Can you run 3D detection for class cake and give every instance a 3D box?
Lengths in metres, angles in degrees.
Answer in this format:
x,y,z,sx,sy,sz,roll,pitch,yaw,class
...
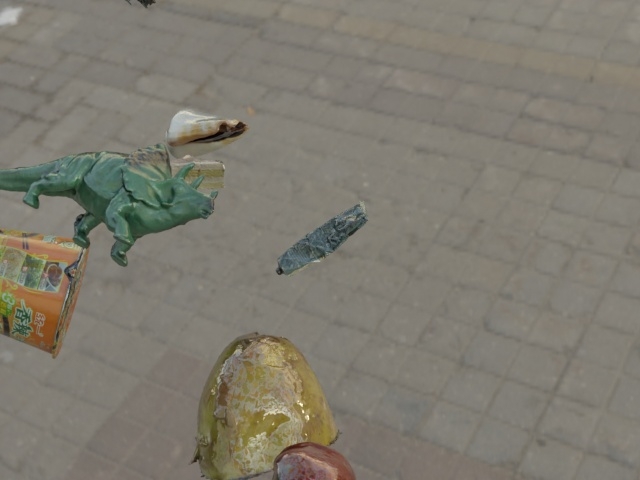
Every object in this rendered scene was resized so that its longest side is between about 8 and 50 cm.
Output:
x,y,z,sx,sy,sz,roll,pitch,yaw,class
-0.207,-0.111,1.754,0.065,0.052,0.121,-17,19,-37,cake

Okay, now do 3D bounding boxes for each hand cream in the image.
x,y,z,sx,sy,sz,roll,pitch,yaw,class
0.000,0.000,2.286,0.248,0.052,0.075,-37,53,14,hand cream

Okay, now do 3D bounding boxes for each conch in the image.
x,y,z,sx,sy,sz,roll,pitch,yaw,class
-0.219,-0.191,1.900,0.176,0.104,0.094,13,68,32,conch

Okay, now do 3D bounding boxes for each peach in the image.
x,y,z,sx,sy,sz,roll,pitch,yaw,class
-0.011,0.397,1.636,0.152,0.152,0.152,-5,42,5,peach

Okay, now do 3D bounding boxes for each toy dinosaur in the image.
x,y,z,sx,sy,sz,roll,pitch,yaw,class
-0.236,-0.037,1.032,0.292,0.079,0.120,-3,67,17,toy dinosaur

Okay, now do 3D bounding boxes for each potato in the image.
x,y,z,sx,sy,sz,roll,pitch,yaw,class
-0.127,0.308,2.032,0.300,0.237,0.289,-13,4,-1,potato

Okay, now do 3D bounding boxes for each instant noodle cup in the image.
x,y,z,sx,sy,sz,roll,pitch,yaw,class
-0.530,0.079,1.855,0.182,0.230,0.230,17,42,-8,instant noodle cup

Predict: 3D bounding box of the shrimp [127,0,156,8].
x,y,z,sx,sy,sz,roll,pitch,yaw,class
-0.265,-0.432,1.453,0.150,0.051,0.217,-39,69,22,shrimp
